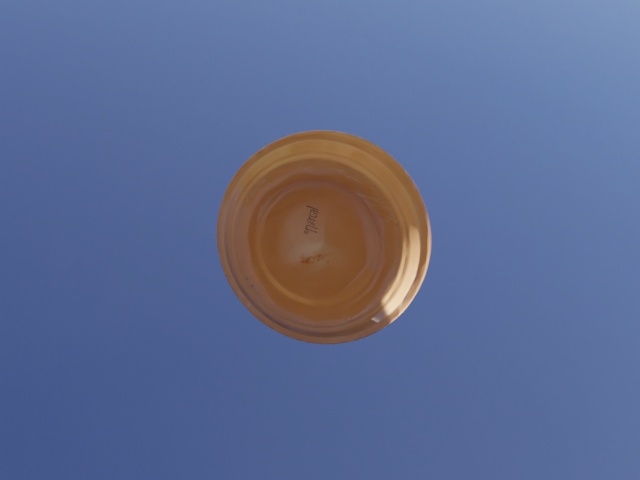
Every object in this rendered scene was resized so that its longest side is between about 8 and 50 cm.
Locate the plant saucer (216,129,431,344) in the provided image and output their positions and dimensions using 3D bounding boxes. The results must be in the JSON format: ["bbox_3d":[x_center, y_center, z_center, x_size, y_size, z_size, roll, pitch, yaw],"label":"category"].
[{"bbox_3d":[0.000,0.000,0.364,0.084,0.083,0.013,23,-165,7],"label":"plant saucer"}]
